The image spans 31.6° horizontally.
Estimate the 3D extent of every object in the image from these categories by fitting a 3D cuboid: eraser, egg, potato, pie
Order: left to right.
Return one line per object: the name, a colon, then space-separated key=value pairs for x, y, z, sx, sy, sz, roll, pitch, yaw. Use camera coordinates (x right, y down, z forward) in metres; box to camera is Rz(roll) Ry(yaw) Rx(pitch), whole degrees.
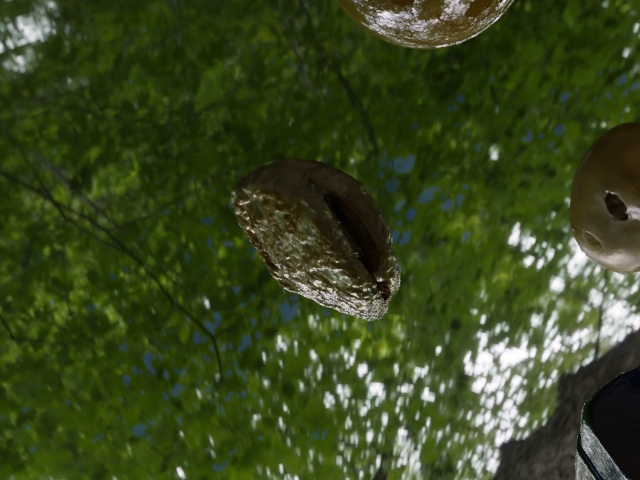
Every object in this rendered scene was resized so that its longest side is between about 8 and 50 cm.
pie: x=0.000 y=0.000 z=1.185 sx=0.084 sy=0.178 sz=0.205 roll=-43 pitch=-65 yaw=-26
egg: x=0.121 y=-0.346 z=1.300 sx=0.250 sy=0.322 sz=0.250 roll=0 pitch=-91 yaw=9
potato: x=0.380 y=-0.056 z=1.364 sx=0.150 sy=0.234 sz=0.146 roll=21 pitch=-120 yaw=3
eraser: x=0.320 y=0.201 z=1.046 sx=0.155 sy=0.332 sz=0.102 roll=-29 pitch=-119 yaw=-4
